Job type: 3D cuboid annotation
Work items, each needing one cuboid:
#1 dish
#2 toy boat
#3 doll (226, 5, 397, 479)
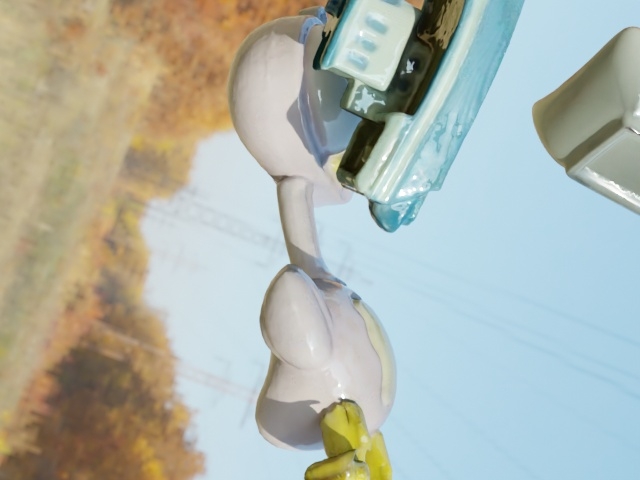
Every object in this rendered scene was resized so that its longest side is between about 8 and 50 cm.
[{"bbox_3d":[0.290,-0.069,1.264,0.151,0.212,0.077,-42,-153,51],"label":"dish"},{"bbox_3d":[0.052,-0.118,0.903,0.215,0.102,0.088,-64,-166,1],"label":"toy boat"},{"bbox_3d":[-0.001,0.000,0.986,0.160,0.094,0.365,51,33,-58],"label":"doll"}]
